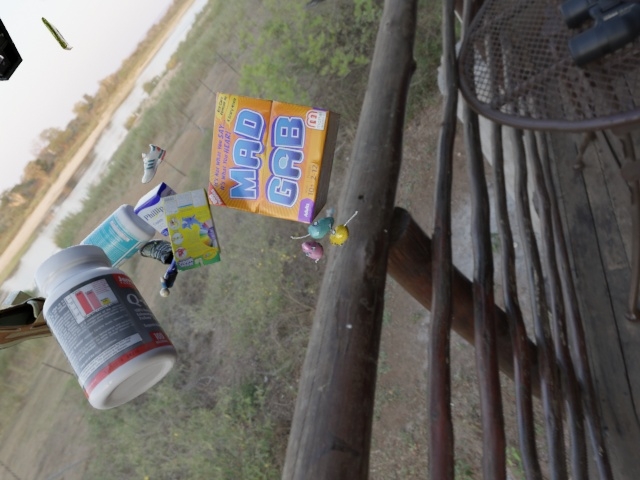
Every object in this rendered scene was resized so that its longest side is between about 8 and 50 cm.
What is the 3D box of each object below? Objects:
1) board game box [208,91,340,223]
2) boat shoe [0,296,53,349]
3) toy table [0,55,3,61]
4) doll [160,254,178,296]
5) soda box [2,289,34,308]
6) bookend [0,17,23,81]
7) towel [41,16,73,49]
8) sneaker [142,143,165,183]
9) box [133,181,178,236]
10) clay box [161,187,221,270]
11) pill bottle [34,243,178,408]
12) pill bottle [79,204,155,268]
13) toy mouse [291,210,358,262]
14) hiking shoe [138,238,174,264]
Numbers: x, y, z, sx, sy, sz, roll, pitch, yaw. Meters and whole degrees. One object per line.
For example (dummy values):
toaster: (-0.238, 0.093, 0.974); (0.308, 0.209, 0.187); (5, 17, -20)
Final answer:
board game box: (-0.147, -0.297, 1.482); (0.356, 0.356, 0.357); (-62, -18, -73)
boat shoe: (-0.918, 0.247, 1.374); (0.324, 0.122, 0.120); (-24, -26, -51)
toy table: (-1.042, -0.453, 1.163); (0.252, 0.161, 0.274); (31, 86, 47)
doll: (-0.609, 0.143, 1.716); (0.129, 0.046, 0.189); (-40, -25, -81)
soda box: (-1.047, 0.254, 1.541); (0.058, 0.181, 0.061); (-9, 49, 26)
bookend: (-1.090, -0.639, 1.405); (0.072, 0.157, 0.156); (-6, 47, -5)
towel: (-0.900, -0.706, 1.449); (0.021, 0.102, 0.237); (-34, 32, -9)
sneaker: (-0.690, -0.310, 1.694); (0.057, 0.075, 0.161); (17, 79, 54)
box: (-0.512, -0.100, 1.384); (0.126, 0.137, 0.072); (-28, 35, 26)
clay box: (-0.369, -0.028, 1.221); (0.127, 0.222, 0.053); (-14, -8, -8)
pill bottle: (-0.527, 0.197, 1.026); (0.210, 0.210, 0.363); (-44, 73, 11)
pill bottle: (-0.708, 0.011, 1.439); (0.264, 0.146, 0.146); (-41, 33, 2)
toy mouse: (0.000, 0.000, 0.947); (0.031, 0.143, 0.161); (58, 132, 34)
hiking shoe: (-0.658, 0.051, 1.771); (0.114, 0.226, 0.086); (-95, 8, -71)
